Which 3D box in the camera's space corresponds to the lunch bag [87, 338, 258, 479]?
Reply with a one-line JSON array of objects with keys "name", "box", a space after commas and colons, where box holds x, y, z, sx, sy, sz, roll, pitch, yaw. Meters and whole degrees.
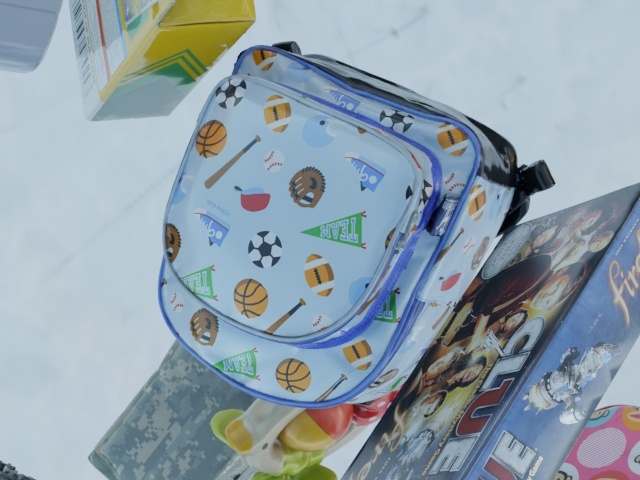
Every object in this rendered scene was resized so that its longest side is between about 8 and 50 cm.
[{"name": "lunch bag", "box": [-0.100, 0.210, 1.830, 0.169, 0.287, 0.235, 40, 101, 17]}]

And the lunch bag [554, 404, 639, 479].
[{"name": "lunch bag", "box": [0.385, 0.319, 1.814, 0.258, 0.293, 0.120, -47, 124, -34]}]

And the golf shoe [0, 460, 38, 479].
[{"name": "golf shoe", "box": [-0.331, 0.213, 1.326, 0.077, 0.198, 0.094, 33, 78, -56]}]

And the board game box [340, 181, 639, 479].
[{"name": "board game box", "box": [0.094, 0.084, 0.847, 0.042, 0.165, 0.243, 40, 69, -12]}]

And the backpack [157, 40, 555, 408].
[{"name": "backpack", "box": [0.000, 0.000, 1.224, 0.276, 0.213, 0.263, 26, 105, 27]}]

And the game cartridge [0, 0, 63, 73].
[{"name": "game cartridge", "box": [-0.358, -0.328, 1.615, 0.196, 0.060, 0.294, 6, 80, -35]}]

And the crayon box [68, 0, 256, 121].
[{"name": "crayon box", "box": [-0.133, -0.234, 1.238, 0.083, 0.323, 0.203, -6, 82, -20]}]

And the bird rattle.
[{"name": "bird rattle", "box": [0.012, 0.176, 1.526, 0.253, 0.143, 0.207, -29, 155, 10]}]
